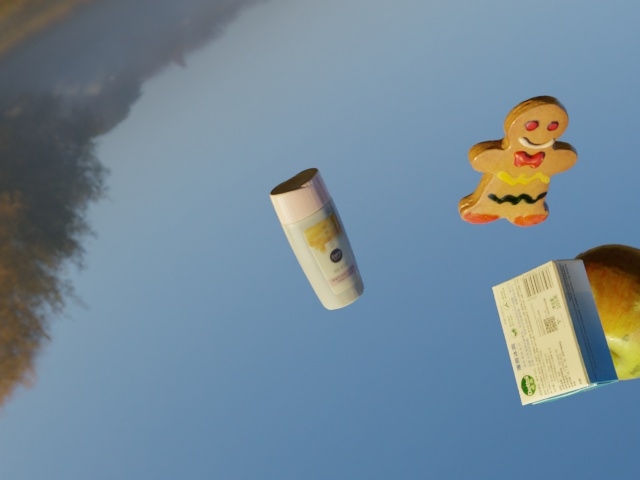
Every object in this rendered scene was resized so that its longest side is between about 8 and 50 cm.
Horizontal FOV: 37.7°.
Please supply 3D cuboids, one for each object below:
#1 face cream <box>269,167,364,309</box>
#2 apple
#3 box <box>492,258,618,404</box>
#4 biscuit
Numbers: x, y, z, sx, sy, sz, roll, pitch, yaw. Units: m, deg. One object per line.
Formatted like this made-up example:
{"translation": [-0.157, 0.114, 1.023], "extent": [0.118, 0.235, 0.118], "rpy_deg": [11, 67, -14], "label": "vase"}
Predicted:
{"translation": [0.000, 0.000, 1.321], "extent": [0.084, 0.198, 0.057], "rpy_deg": [-34, -153, -20], "label": "face cream"}
{"translation": [0.540, 0.134, 1.714], "extent": [0.246, 0.246, 0.226], "rpy_deg": [-12, -135, 51], "label": "apple"}
{"translation": [0.355, 0.141, 1.434], "extent": [0.073, 0.194, 0.139], "rpy_deg": [-1, 161, -34], "label": "box"}
{"translation": [0.295, -0.108, 1.380], "extent": [0.166, 0.250, 0.036], "rpy_deg": [0, -132, -11], "label": "biscuit"}
